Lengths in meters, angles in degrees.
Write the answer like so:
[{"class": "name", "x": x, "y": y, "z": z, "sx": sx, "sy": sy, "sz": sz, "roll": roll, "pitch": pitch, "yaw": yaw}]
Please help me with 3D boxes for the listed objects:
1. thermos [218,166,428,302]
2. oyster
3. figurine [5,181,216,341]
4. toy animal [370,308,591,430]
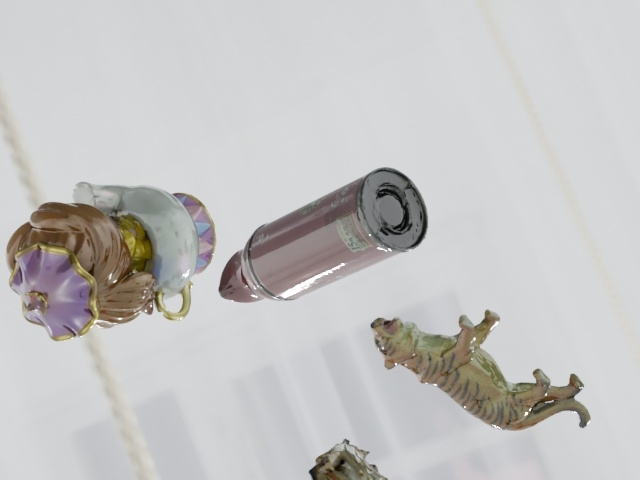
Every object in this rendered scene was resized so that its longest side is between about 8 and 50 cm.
[{"class": "thermos", "x": -0.007, "y": -0.002, "z": 2.065, "sx": 0.330, "sy": 0.109, "sz": 0.136, "roll": -25, "pitch": -142, "yaw": 47}, {"class": "oyster", "x": 0.030, "y": 0.272, "z": 1.756, "sx": 0.103, "sy": 0.051, "sz": 0.148, "roll": -49, "pitch": -147, "yaw": 11}, {"class": "figurine", "x": -0.237, "y": 0.019, "z": 1.762, "sx": 0.263, "sy": 0.189, "sz": 0.142, "roll": -18, "pitch": 159, "yaw": -51}, {"class": "toy animal", "x": 0.162, "y": 0.129, "z": 1.570, "sx": 0.099, "sy": 0.241, "sz": 0.057, "roll": -46, "pitch": -162, "yaw": 30}]
